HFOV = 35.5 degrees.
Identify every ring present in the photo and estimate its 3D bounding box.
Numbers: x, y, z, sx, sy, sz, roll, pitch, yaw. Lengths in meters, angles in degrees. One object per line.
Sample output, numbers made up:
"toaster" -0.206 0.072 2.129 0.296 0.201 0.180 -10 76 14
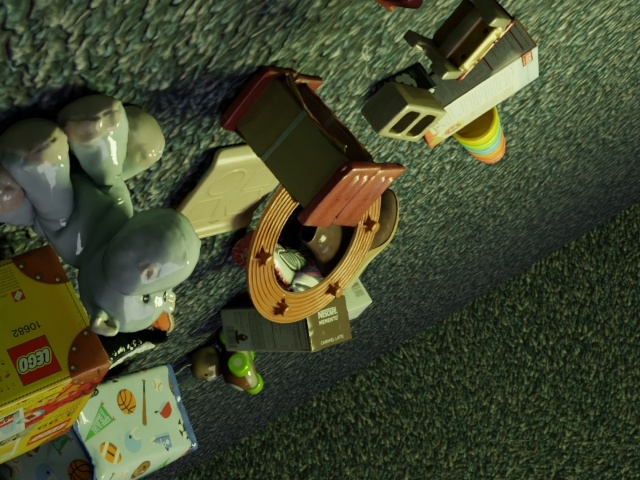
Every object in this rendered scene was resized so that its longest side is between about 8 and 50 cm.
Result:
"ring" 0.000 0.000 1.777 0.336 0.032 0.337 -32 138 -35

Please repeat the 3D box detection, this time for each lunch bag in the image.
"lunch bag" -0.508 0.431 2.062 0.385 0.239 0.328 -23 171 29

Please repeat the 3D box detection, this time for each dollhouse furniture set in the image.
"dollhouse furniture set" 0.067 -0.209 1.313 0.374 0.201 0.152 -47 159 23

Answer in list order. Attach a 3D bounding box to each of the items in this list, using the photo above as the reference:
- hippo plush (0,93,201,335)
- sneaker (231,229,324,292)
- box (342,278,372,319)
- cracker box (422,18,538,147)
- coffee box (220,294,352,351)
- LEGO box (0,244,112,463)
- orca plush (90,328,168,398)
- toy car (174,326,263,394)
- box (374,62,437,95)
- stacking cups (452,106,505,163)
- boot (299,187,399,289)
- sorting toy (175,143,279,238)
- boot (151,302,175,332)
"hippo plush" -0.278 -0.002 1.179 0.294 0.237 0.234 -42 162 31
"sneaker" -0.072 0.032 1.928 0.112 0.120 0.299 -66 155 -7
"box" 0.049 0.142 2.456 0.102 0.101 0.087 -18 159 -37
"cracker box" 0.260 -0.265 1.716 0.232 0.067 0.156 -33 165 5
"coffee box" -0.075 0.178 2.144 0.246 0.098 0.141 -5 -175 39
"LEGO box" -0.577 0.234 1.345 0.500 0.193 0.372 -22 166 -31
"orca plush" -0.410 0.194 1.754 0.287 0.151 0.102 -15 125 -5
"toy car" -0.249 0.300 2.330 0.188 0.149 0.155 -20 151 0
"box" 0.134 -0.234 1.600 0.083 0.052 0.062 -27 162 -15
"stacking cups" 0.314 -0.215 1.957 0.096 0.096 0.316 -36 168 11
"boot" 0.062 -0.043 1.936 0.248 0.090 0.207 -61 146 -21
"sorting toy" -0.139 -0.084 1.574 0.193 0.038 0.208 -16 153 -45
"boot" -0.315 0.134 1.848 0.084 0.059 0.158 -23 154 -19
